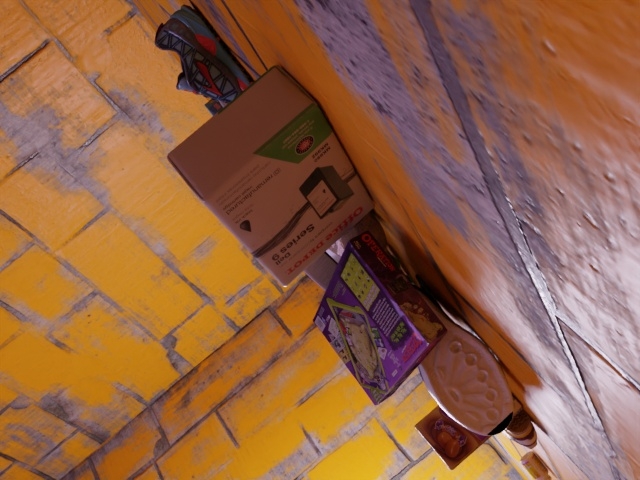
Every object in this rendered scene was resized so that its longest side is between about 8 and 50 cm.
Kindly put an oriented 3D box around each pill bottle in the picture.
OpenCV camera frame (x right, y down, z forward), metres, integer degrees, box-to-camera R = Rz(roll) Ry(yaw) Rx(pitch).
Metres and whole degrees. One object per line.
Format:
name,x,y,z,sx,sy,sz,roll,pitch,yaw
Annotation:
pill bottle,0.556,0.588,2.011,0.083,0.043,0.043,50,178,6

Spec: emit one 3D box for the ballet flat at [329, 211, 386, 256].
ballet flat,0.005,-0.079,1.408,0.316,0.107,0.106,47,168,41

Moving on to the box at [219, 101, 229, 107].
box,-0.153,-0.261,1.668,0.324,0.063,0.067,54,-179,17

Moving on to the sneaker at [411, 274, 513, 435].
sneaker,0.230,0.211,1.450,0.323,0.130,0.236,48,-178,13

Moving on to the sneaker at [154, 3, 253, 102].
sneaker,-0.223,-0.323,1.534,0.262,0.125,0.104,51,178,-17

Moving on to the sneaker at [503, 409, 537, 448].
sneaker,0.373,0.358,1.608,0.084,0.069,0.185,58,175,-33

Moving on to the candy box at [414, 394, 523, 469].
candy box,0.291,0.347,1.535,0.109,0.186,0.053,48,180,24

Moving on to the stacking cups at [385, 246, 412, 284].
stacking cups,0.160,0.120,1.623,0.316,0.096,0.096,52,177,-40

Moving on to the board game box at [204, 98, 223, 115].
board game box,-0.173,-0.256,2.190,0.336,0.079,0.254,52,177,-24

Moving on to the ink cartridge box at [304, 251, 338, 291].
ink cartridge box,-0.022,0.033,1.627,0.307,0.072,0.303,42,179,-29

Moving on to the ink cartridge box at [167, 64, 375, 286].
ink cartridge box,-0.062,-0.087,1.194,0.121,0.211,0.289,47,177,35

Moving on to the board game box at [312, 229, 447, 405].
board game box,0.089,0.146,1.348,0.208,0.056,0.347,57,157,18

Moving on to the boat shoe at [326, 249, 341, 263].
boat shoe,0.000,0.000,2.178,0.103,0.113,0.302,3,-146,-42
